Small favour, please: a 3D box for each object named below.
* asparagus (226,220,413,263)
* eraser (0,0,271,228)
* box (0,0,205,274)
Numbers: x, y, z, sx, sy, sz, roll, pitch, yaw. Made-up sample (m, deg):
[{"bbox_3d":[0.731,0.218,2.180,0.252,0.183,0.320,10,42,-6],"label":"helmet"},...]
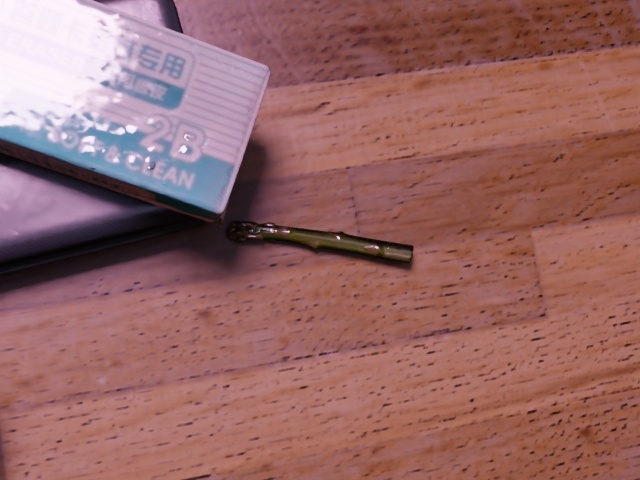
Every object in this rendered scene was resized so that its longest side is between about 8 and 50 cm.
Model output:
[{"bbox_3d":[0.000,0.000,0.616,0.127,0.018,0.015,8,122,-7],"label":"asparagus"},{"bbox_3d":[-0.148,-0.089,0.529,0.225,0.052,0.096,19,81,-8],"label":"eraser"},{"bbox_3d":[-0.187,-0.063,0.572,0.230,0.050,0.160,-14,86,-12],"label":"box"}]
